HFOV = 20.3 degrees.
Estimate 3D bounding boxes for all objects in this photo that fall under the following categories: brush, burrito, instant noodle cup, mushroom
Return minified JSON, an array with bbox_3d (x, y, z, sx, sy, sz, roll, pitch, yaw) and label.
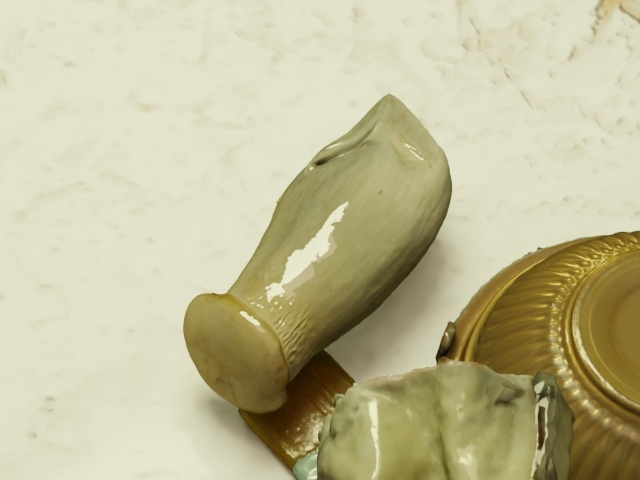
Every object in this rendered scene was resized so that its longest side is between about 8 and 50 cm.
[{"bbox_3d":[0.079,0.189,1.023,0.085,0.020,0.336,-32,60,-24],"label":"brush"},{"bbox_3d":[0.068,0.230,0.871,0.135,0.190,0.332,-1,61,-1],"label":"burrito"},{"bbox_3d":[0.204,0.079,1.071,0.274,0.091,0.274,1,53,-1],"label":"instant noodle cup"},{"bbox_3d":[0.010,-0.001,1.108,0.108,0.096,0.247,12,46,27],"label":"mushroom"}]
